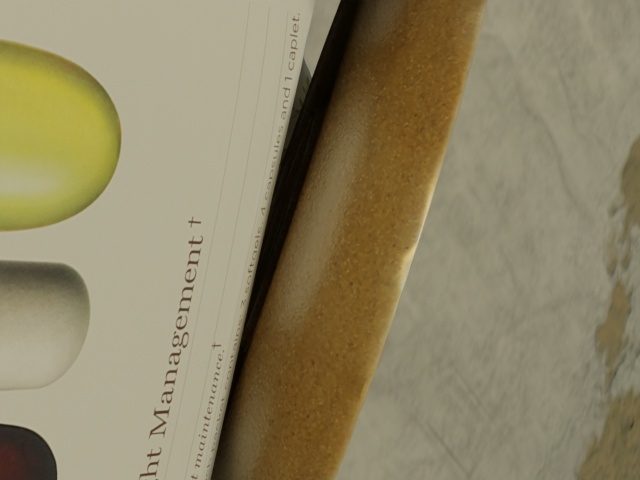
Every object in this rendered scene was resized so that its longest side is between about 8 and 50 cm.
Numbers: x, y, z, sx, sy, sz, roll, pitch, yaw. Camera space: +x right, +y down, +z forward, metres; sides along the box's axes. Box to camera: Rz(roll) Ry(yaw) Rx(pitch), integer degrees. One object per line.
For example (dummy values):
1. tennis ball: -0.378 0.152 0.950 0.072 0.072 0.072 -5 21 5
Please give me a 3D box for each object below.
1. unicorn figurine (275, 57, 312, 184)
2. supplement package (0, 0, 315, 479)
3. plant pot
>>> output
1. unicorn figurine: -0.024 -0.079 0.647 0.111 0.060 0.162 -42 152 -42
2. supplement package: -0.130 0.009 0.419 0.203 0.149 0.194 2 101 -59
3. plant pot: 0.000 0.000 0.557 0.236 0.032 0.236 -162 -90 -87
